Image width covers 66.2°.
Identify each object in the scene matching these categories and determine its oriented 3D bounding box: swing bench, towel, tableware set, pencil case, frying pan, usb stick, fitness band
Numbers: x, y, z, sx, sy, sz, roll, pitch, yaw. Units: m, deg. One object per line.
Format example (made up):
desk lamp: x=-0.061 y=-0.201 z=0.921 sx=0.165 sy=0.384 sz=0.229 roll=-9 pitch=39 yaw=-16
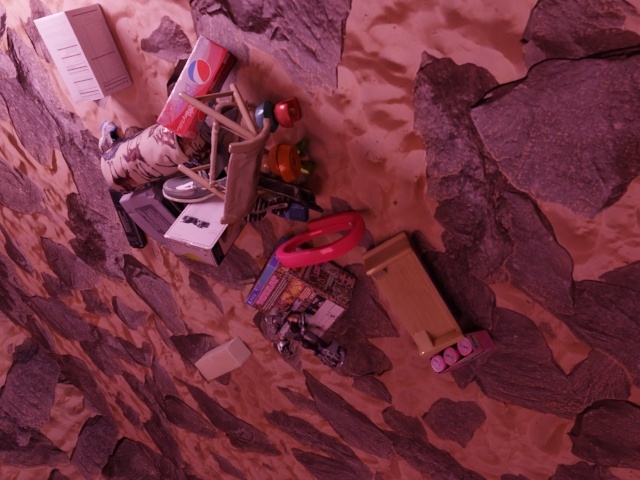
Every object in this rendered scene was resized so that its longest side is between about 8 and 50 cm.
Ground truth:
swing bench: x=-0.240 y=-0.226 z=1.287 sx=0.254 sy=0.165 sz=0.253 roll=47 pitch=141 yaw=25
towel: x=-0.096 y=-0.095 z=1.563 sx=0.120 sy=0.029 sz=0.067 roll=13 pitch=129 yaw=19
tableware set: x=-0.197 y=0.185 z=1.817 sx=0.194 sy=0.039 sz=0.128 roll=-17 pitch=103 yaw=29
pencil case: x=-0.521 y=-0.267 z=1.571 sx=0.410 sy=0.160 sz=0.183 roll=-12 pitch=130 yaw=34
frying pan: x=-0.096 y=-0.139 z=1.380 sx=0.197 sy=0.326 sz=0.053 roll=16 pitch=95 yaw=-8
usb stick: x=-0.742 y=-0.090 z=1.895 sx=0.077 sy=0.045 sz=0.278 roll=4 pitch=125 yaw=17
fitness band: x=0.000 y=0.000 z=1.461 sx=0.291 sy=0.209 sz=0.054 roll=-14 pitch=117 yaw=32

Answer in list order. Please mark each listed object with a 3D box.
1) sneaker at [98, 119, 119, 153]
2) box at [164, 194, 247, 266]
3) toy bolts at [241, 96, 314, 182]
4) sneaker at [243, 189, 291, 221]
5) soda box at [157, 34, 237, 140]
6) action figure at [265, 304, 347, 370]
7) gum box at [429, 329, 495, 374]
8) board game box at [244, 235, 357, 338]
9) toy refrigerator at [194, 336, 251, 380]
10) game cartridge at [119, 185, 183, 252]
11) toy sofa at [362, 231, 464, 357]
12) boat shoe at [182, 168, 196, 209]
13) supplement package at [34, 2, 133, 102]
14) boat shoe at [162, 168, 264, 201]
sneaker: x=-0.727 y=-0.346 z=1.696 sx=0.058 sy=0.052 sz=0.135 roll=25 pitch=132 yaw=4
box: x=-0.327 y=-0.070 z=1.521 sx=0.169 sy=0.290 sz=0.087 roll=13 pitch=142 yaw=17
toy bolts: x=-0.135 y=-0.264 z=1.348 sx=0.159 sy=0.218 sz=0.228 roll=-6 pitch=112 yaw=19
sneaker: x=-0.194 y=-0.112 z=1.478 sx=0.094 sy=0.209 sz=0.081 roll=35 pitch=118 yaw=38
soda box: x=-0.336 y=-0.411 z=1.340 sx=0.092 sy=0.083 sz=0.263 roll=31 pitch=99 yaw=3
action figure: x=-0.053 y=0.318 z=1.601 sx=0.285 sy=0.099 sz=0.185 roll=30 pitch=137 yaw=-3
gum box: x=0.441 y=0.356 z=1.551 sx=0.188 sy=0.107 sz=0.062 roll=-50 pitch=53 yaw=42
board game box: x=-0.066 y=0.166 z=1.634 sx=0.291 sy=0.141 sz=0.232 roll=29 pitch=132 yaw=-7
toy refrigerator: x=-0.424 y=0.515 z=2.141 sx=0.269 sy=0.094 sz=0.102 roll=-33 pitch=97 yaw=39
game cartridge: x=-0.569 y=-0.068 z=1.772 sx=0.196 sy=0.060 sz=0.294 roll=-12 pitch=132 yaw=30
toy sofa: x=0.281 y=0.157 z=1.493 sx=0.150 sy=0.177 sz=0.362 roll=-30 pitch=108 yaw=14
boat shoe: x=-0.419 y=-0.102 z=1.684 sx=0.103 sy=0.092 sz=0.285 roll=10 pitch=127 yaw=21
supplement package: x=-0.701 y=-0.556 z=1.469 sx=0.134 sy=0.139 sz=0.244 roll=0 pitch=122 yaw=26
boat shoe: x=-0.336 y=-0.196 z=1.505 sx=0.320 sy=0.116 sz=0.099 roll=-7 pitch=139 yaw=3
